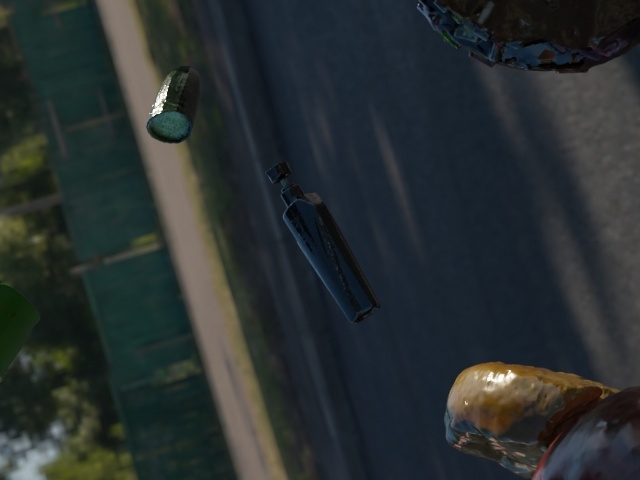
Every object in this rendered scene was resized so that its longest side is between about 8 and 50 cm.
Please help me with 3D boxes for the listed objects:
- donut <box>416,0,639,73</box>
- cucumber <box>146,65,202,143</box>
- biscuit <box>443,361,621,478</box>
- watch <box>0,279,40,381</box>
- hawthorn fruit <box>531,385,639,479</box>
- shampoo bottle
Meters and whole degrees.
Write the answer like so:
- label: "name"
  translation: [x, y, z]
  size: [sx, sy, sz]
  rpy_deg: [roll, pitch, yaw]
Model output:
- label: "donut"
  translation: [0.187, -0.262, 1.381]
  size: [0.103, 0.269, 0.270]
  rpy_deg: [105, 148, -81]
- label: "cucumber"
  translation: [-0.148, -0.148, 1.709]
  size: [0.105, 0.048, 0.048]
  rpy_deg: [-78, -15, -46]
- label: "biscuit"
  translation: [0.225, 0.176, 1.506]
  size: [0.213, 0.091, 0.274]
  rpy_deg: [8, 166, 42]
- label: "watch"
  translation: [-0.325, 0.045, 1.392]
  size: [0.165, 0.131, 0.152]
  rpy_deg: [11, 157, 39]
- label: "hawthorn fruit"
  translation: [0.303, 0.237, 1.305]
  size: [0.275, 0.299, 0.275]
  rpy_deg: [35, 140, 37]
- label: "shampoo bottle"
  translation: [0.000, 0.000, 1.255]
  size: [0.137, 0.027, 0.048]
  rpy_deg: [59, 145, 14]
